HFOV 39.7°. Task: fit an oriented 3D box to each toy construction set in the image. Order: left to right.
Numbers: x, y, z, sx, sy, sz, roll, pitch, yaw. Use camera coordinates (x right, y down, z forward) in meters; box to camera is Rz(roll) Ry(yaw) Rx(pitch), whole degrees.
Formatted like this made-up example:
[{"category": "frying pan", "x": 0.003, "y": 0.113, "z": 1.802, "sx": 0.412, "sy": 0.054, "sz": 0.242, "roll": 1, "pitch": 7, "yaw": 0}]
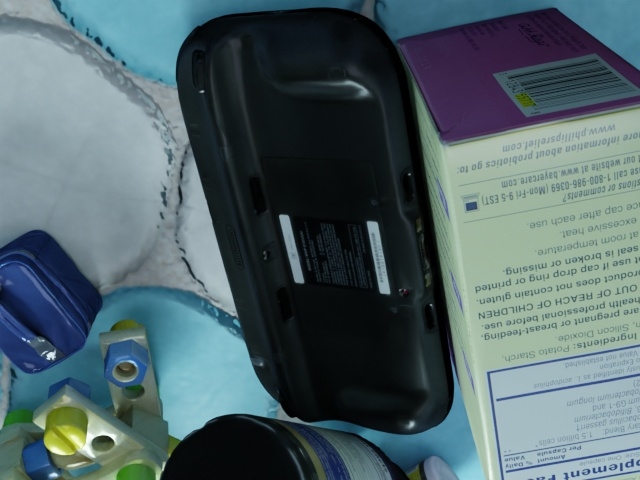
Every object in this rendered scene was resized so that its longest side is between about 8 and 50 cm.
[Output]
[{"category": "toy construction set", "x": -0.148, "y": 0.240, "z": 0.716, "sx": 0.215, "sy": 0.151, "sz": 0.327, "roll": -30, "pitch": 106, "yaw": 6}]

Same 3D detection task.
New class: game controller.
[{"category": "game controller", "x": 0.000, "y": 0.000, "z": 0.617, "sx": 0.166, "sy": 0.067, "sz": 0.319, "roll": 1, "pitch": 119, "yaw": 25}]

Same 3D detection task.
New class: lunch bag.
[{"category": "lunch bag", "x": -0.214, "y": 0.044, "z": 0.655, "sx": 0.067, "sy": 0.065, "sz": 0.098, "roll": -31, "pitch": 113, "yaw": 12}]

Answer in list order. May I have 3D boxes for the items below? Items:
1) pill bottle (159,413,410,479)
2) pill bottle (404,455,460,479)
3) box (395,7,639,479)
[{"category": "pill bottle", "x": -0.010, "y": 0.197, "z": 0.648, "sx": 0.123, "sy": 0.123, "sz": 0.219, "roll": -36, "pitch": 151, "yaw": 14}, {"category": "pill bottle", "x": 0.068, "y": 0.241, "z": 0.761, "sx": 0.116, "sy": 0.065, "sz": 0.065, "roll": -36, "pitch": 112, "yaw": 15}, {"category": "box", "x": 0.134, "y": 0.002, "z": 0.566, "sx": 0.117, "sy": 0.213, "sz": 0.243, "roll": -10, "pitch": 115, "yaw": 3}]
